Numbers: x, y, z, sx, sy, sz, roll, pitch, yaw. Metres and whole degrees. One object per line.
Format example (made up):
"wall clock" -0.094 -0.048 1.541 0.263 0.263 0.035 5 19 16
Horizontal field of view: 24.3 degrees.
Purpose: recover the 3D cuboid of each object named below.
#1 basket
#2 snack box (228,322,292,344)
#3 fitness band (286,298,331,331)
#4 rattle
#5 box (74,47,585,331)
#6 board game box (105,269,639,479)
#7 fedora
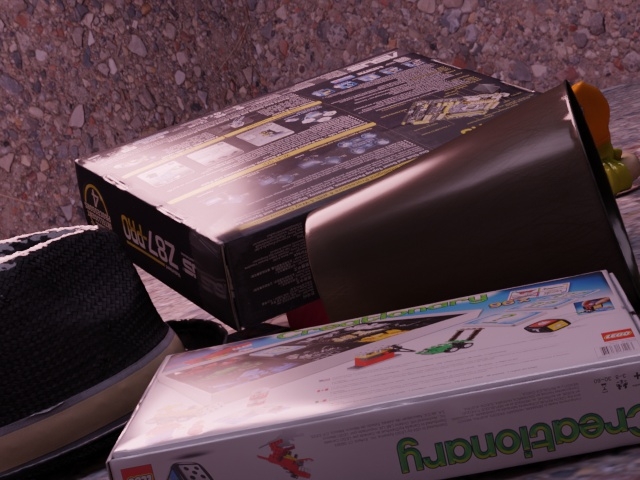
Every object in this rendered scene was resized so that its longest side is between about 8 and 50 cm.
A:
"basket" 0.115 0.000 1.159 0.227 0.154 0.204 -21 44 14
"snack box" -0.114 0.111 1.317 0.178 0.022 0.064 -19 8 -22
"fitness band" 0.107 0.030 1.343 0.291 0.054 0.209 -14 7 20
"rattle" 0.297 -0.116 1.764 0.130 0.143 0.200 -33 9 14
"box" 0.007 -0.067 1.426 0.395 0.097 0.318 -22 25 -26
"board game box" 0.041 0.091 0.890 0.305 0.053 0.193 -11 11 6
"fedora" -0.247 0.083 1.188 0.334 0.152 0.334 -18 12 4
